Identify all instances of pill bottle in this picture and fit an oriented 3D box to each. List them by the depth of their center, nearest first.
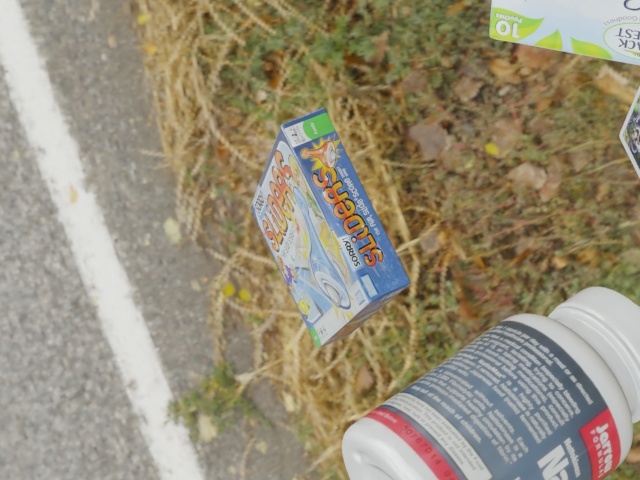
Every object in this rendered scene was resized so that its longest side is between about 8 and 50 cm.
[{"bbox_3d":[0.113,0.105,0.586,0.108,0.180,0.108,47,157,27],"label":"pill bottle"}]

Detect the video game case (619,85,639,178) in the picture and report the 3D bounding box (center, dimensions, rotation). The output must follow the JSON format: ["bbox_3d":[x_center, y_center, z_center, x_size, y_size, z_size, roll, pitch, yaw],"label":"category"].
[{"bbox_3d":[0.304,-0.086,0.817,0.190,0.022,0.173,94,165,-53],"label":"video game case"}]

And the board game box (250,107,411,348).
[{"bbox_3d":[0.000,0.000,0.772,0.136,0.035,0.201,64,165,10],"label":"board game box"}]

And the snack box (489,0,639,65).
[{"bbox_3d":[0.150,-0.127,0.452,0.141,0.037,0.100,14,137,18],"label":"snack box"}]
